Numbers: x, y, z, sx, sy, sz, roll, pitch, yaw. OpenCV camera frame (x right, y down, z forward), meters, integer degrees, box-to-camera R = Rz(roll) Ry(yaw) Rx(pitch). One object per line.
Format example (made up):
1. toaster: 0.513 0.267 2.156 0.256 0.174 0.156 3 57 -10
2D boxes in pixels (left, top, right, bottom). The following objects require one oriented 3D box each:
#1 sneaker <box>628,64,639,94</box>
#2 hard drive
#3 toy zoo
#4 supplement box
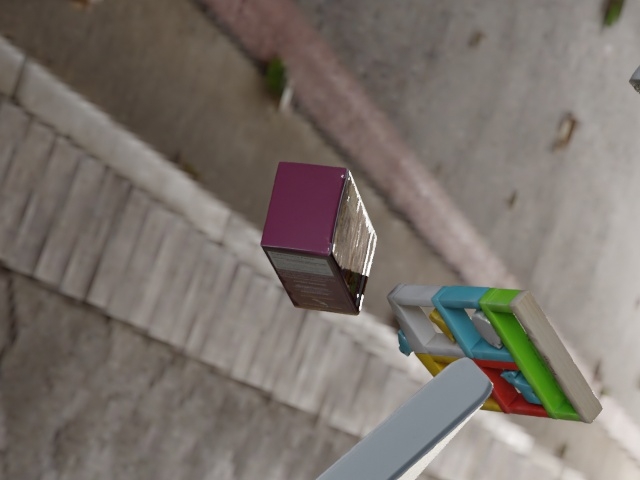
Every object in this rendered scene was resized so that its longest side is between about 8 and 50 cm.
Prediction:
1. sneaker: 0.501 -0.198 2.110 0.135 0.366 0.150 38 79 -26
2. hard drive: 0.025 0.240 1.705 0.233 0.047 0.353 -39 170 -21
3. toy zoo: 0.197 0.137 2.305 0.030 0.293 0.192 -45 114 -26
4. supplement box: 0.000 0.000 2.049 0.188 0.081 0.104 64 36 -64
